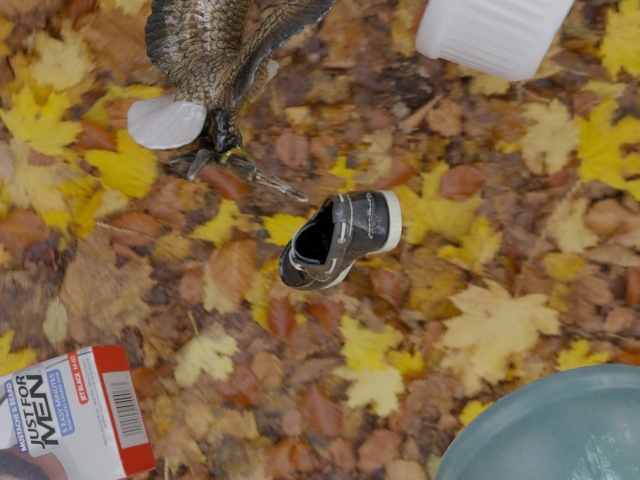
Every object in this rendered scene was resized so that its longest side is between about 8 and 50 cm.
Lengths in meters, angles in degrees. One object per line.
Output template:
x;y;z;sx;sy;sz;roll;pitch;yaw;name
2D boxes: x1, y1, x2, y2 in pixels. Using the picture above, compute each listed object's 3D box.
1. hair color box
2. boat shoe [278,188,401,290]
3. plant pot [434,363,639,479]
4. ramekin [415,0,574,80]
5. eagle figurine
-0.208;0.139;0.859;0.167;0.053;0.093;-20;81;16;hair color box
0.000;0.000;1.314;0.079;0.233;0.084;-6;77;-26;boat shoe
0.281;0.296;1.237;0.293;0.196;0.293;-8;130;-10;plant pot
0.214;-0.290;1.286;0.127;0.273;0.272;28;87;6;ramekin
-0.090;-0.220;1.425;0.226;0.225;0.298;12;107;-12;eagle figurine
